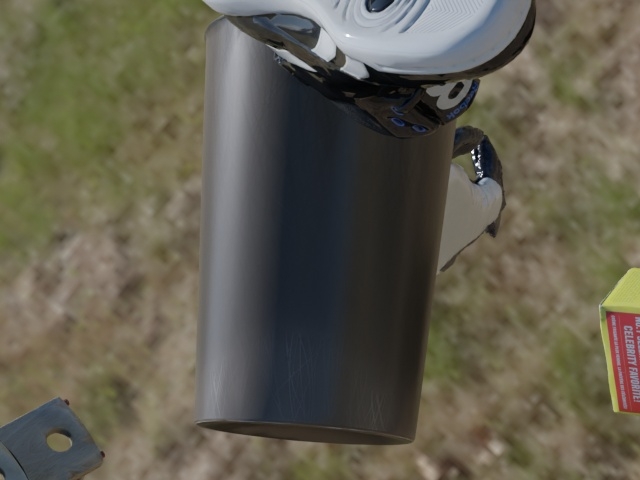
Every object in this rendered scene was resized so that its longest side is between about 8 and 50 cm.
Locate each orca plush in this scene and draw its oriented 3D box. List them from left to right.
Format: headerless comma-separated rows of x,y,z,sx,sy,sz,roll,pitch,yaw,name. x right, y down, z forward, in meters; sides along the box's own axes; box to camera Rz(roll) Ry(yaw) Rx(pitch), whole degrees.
0.065,-0.041,1.551,0.287,0.102,0.151,-38,-33,-58,orca plush

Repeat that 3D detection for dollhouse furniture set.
-0.211,0.246,1.545,0.129,0.184,0.129,-28,-19,-31,dollhouse furniture set

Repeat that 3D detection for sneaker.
0.046,-0.089,0.857,0.079,0.121,0.217,-57,35,-6,sneaker

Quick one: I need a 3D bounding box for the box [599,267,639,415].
0.295,0.073,1.251,0.232,0.087,0.058,6,29,32,box

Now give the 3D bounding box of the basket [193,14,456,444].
0.000,0.000,1.157,0.154,0.204,0.227,4,81,6,basket
